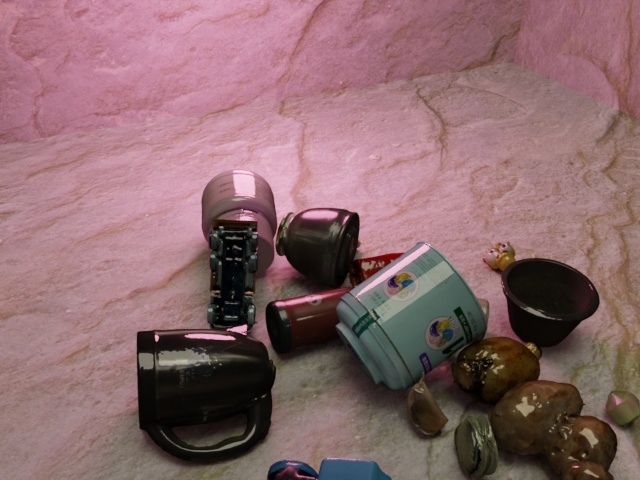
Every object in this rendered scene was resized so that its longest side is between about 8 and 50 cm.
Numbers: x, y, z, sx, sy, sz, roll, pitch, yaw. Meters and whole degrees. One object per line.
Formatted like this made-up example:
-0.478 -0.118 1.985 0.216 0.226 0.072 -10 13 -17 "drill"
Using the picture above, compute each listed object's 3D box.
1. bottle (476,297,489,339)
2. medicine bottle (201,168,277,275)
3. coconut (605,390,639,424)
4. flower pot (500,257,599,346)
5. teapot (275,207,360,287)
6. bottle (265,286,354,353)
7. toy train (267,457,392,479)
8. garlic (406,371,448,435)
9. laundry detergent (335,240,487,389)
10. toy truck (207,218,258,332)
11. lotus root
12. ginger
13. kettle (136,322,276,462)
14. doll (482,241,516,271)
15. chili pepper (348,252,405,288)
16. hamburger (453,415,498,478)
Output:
0.341 0.204 1.894 0.253 0.120 0.120 9 34 9 "bottle"
-0.255 -0.052 2.124 0.241 0.241 0.302 -3 43 -8 "medicine bottle"
0.744 0.409 1.655 0.083 0.082 0.081 -41 71 5 "coconut"
0.628 0.190 1.889 0.268 0.166 0.269 2 34 -1 "flower pot"
0.000 -0.017 2.086 0.239 0.240 0.322 16 35 16 "teapot"
0.026 0.205 1.848 0.336 0.144 0.144 -11 36 -20 "bottle"
0.020 0.536 1.209 0.264 0.300 0.188 0 33 15 "toy train"
0.244 0.399 1.607 0.084 0.152 0.066 -29 -4 1 "garlic"
0.210 0.201 1.691 0.305 0.287 0.287 -34 43 -8 "laundry detergent"
-0.239 0.101 1.868 0.136 0.306 0.162 2 -6 -2 "toy truck"
0.455 0.327 1.700 0.314 0.142 0.169 -8 37 -32 "lotus root"
0.547 0.445 1.512 0.244 0.155 0.304 -19 38 -32 "ginger"
-0.259 0.353 1.573 0.324 0.228 0.321 -2 60 -15 "kettle"
0.605 0.092 2.112 0.117 0.086 0.291 -30 35 5 "doll"
0.260 0.100 2.038 0.338 0.131 0.135 -5 63 -23 "chili pepper"
0.346 0.459 1.497 0.062 0.140 0.133 -2 68 -8 "hamburger"
